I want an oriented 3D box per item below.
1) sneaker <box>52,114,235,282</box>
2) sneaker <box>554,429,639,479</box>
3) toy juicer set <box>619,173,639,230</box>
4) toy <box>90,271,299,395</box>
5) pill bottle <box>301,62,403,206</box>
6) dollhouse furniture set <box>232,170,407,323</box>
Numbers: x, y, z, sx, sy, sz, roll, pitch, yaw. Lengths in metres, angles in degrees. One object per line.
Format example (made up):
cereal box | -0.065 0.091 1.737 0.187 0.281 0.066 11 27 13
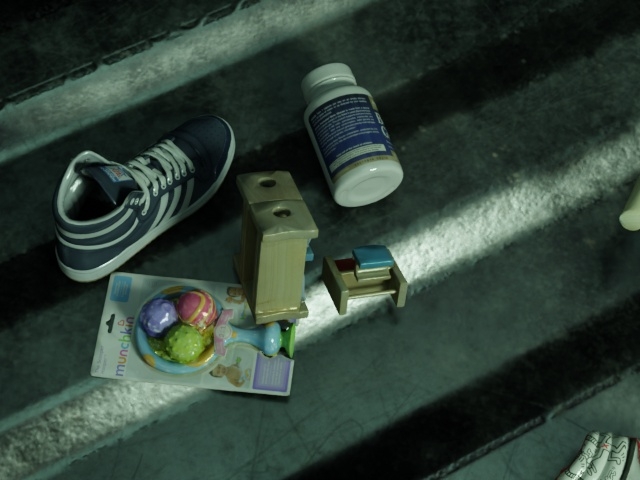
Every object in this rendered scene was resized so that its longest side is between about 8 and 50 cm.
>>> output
sneaker | -0.209 -0.079 1.498 0.099 0.153 0.282 39 68 16
sneaker | 0.311 0.342 1.364 0.145 0.090 0.270 15 75 23
toy juicer set | 0.454 0.035 1.493 0.209 0.089 0.329 -26 67 -40
toy | -0.145 0.101 1.470 0.237 0.056 0.137 7 63 1
pill bottle | 0.034 -0.136 1.569 0.094 0.094 0.169 -16 67 -10
dollhouse furniture set | 0.000 0.000 1.471 0.183 0.129 0.129 -6 38 -17
